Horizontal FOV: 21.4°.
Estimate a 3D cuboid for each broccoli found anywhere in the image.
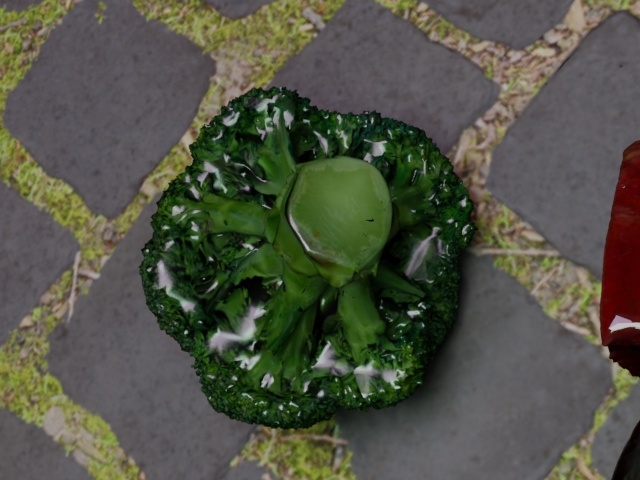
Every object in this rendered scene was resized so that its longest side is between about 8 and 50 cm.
[{"bbox_3d":[0.000,0.000,1.385,0.298,0.297,0.297,4,71,-12],"label":"broccoli"}]

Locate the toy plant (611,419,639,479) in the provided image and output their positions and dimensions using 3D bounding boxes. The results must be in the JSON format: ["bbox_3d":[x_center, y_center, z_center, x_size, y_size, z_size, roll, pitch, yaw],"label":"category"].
[{"bbox_3d":[0.335,0.195,1.206,0.218,0.235,0.175,-61,14,5],"label":"toy plant"}]

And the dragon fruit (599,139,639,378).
[{"bbox_3d":[0.372,0.042,1.277,0.330,0.240,0.302,11,46,7],"label":"dragon fruit"}]
